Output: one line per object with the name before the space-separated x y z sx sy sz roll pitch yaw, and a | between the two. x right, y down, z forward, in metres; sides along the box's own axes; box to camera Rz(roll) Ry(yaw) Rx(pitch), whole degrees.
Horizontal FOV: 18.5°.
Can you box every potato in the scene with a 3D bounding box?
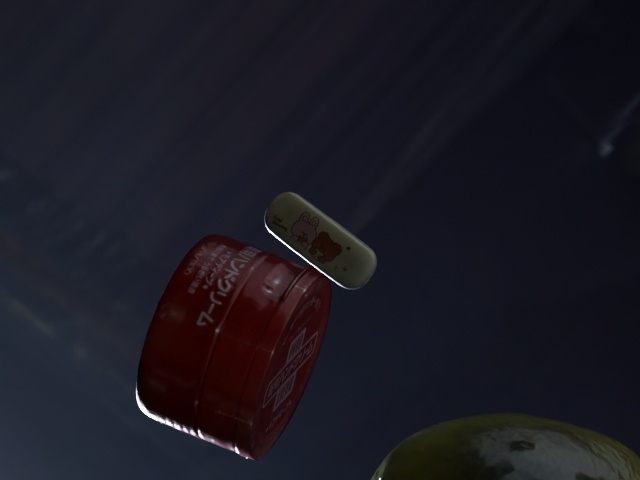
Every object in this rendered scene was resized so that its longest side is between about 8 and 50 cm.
potato | 0.151 0.201 1.389 0.251 0.159 0.174 6 -174 -31

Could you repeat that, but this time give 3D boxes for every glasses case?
glasses case | 0.000 0.000 1.302 0.083 0.032 0.021 37 -171 11

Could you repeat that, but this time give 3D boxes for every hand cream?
hand cream | -0.080 0.098 1.838 0.125 0.193 0.193 19 -175 12
